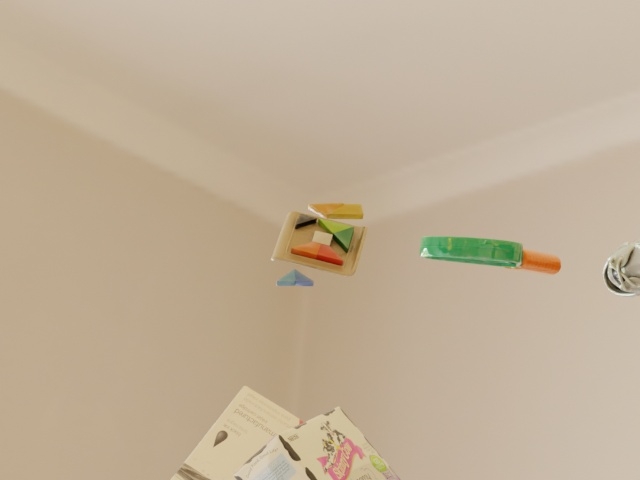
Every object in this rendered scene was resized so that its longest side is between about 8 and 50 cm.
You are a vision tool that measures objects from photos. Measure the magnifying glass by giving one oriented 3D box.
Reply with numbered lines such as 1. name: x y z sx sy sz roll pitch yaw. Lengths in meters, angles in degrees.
1. magnifying glass: 0.169 0.015 1.601 0.092 0.026 0.231 2 -2 30

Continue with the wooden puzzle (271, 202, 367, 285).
1. wooden puzzle: 0.000 0.000 1.448 0.079 0.116 0.014 6 -51 1

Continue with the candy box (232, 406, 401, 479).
1. candy box: 0.027 0.273 1.709 0.070 0.196 0.165 -45 -12 20

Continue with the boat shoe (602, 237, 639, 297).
1. boat shoe: 0.392 0.037 2.078 0.081 0.079 0.227 -21 -6 -3

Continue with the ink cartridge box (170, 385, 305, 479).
1. ink cartridge box: -0.081 0.292 1.850 0.159 0.218 0.092 30 -23 19
